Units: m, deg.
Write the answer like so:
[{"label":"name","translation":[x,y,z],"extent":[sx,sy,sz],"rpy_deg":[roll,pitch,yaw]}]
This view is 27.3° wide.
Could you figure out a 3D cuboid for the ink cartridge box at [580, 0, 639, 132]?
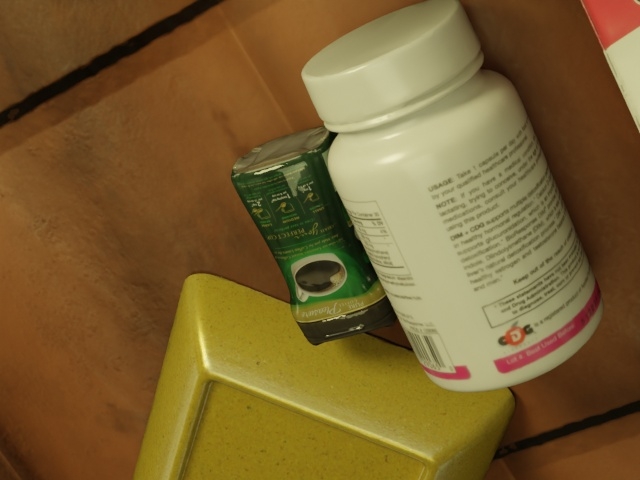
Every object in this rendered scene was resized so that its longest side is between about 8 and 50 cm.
[{"label":"ink cartridge box","translation":[0.334,-0.098,0.870],"extent":[0.226,0.131,0.306],"rpy_deg":[-30,64,27]}]

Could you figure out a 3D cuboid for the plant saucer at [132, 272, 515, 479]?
[{"label":"plant saucer","translation":[-0.022,0.233,1.273],"extent":[0.333,0.081,0.332],"rpy_deg":[21,121,5]}]

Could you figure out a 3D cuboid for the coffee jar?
[{"label":"coffee jar","translation":[0.000,0.000,1.142],"extent":[0.096,0.079,0.184],"rpy_deg":[-15,111,19]}]

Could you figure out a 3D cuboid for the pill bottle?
[{"label":"pill bottle","translation":[0.104,-0.036,1.045],"extent":[0.160,0.160,0.283],"rpy_deg":[-17,111,24]}]
